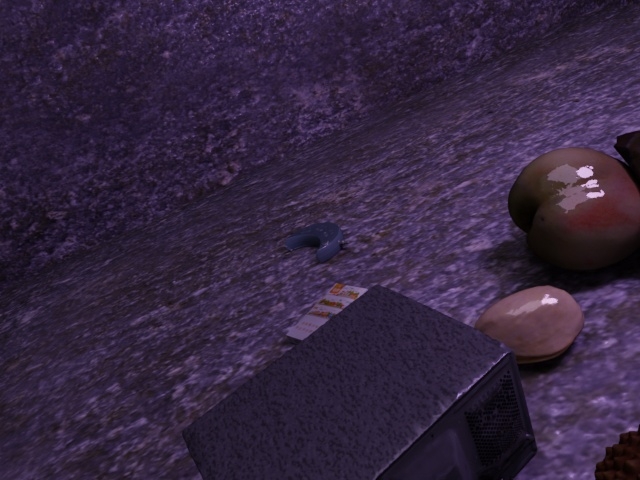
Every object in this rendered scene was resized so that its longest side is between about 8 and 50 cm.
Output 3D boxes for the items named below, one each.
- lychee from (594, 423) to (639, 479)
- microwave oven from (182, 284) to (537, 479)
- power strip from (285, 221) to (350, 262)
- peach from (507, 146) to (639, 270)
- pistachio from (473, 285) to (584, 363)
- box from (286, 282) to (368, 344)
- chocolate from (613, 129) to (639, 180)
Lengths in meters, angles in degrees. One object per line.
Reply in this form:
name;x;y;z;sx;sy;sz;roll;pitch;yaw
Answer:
lychee;0.407;0.315;0.472;0.267;0.267;0.267;-19;26;10
microwave oven;0.067;0.321;0.734;0.432;0.236;0.374;-35;29;-21
power strip;0.000;0.000;1.599;0.167;0.054;0.253;-38;29;-26
peach;0.577;-0.073;1.036;0.292;0.247;0.292;-10;39;8
pistachio;0.398;0.162;0.896;0.200;0.117;0.145;-22;31;5
box;0.022;0.196;1.236;0.122;0.032;0.220;5;39;46
chocolate;0.815;-0.177;0.873;0.314;0.297;0.326;12;44;-15
